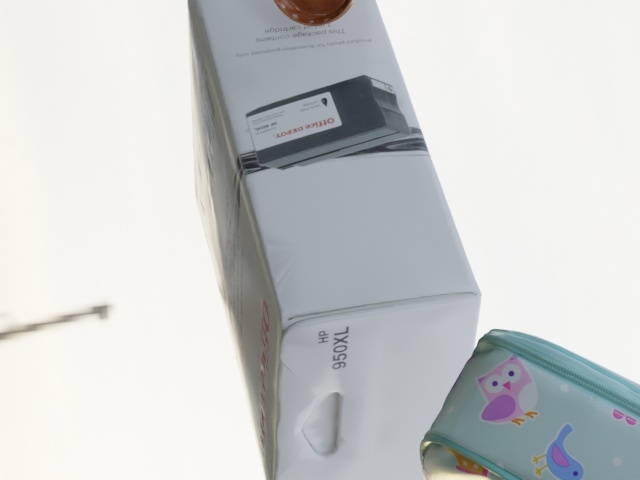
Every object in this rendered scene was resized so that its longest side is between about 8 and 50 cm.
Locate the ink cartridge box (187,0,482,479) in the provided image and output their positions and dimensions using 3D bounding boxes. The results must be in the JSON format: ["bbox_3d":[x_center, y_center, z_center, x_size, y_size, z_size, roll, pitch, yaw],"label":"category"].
[{"bbox_3d":[0.000,0.000,1.668,0.285,0.166,0.395,92,-14,-49],"label":"ink cartridge box"}]

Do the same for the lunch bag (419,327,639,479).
[{"bbox_3d":[0.183,0.169,1.247,0.108,0.224,0.279,-61,164,-15],"label":"lunch bag"}]

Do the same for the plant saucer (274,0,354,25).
[{"bbox_3d":[-0.005,-0.219,1.610,0.083,0.013,0.083,6,-76,25],"label":"plant saucer"}]
